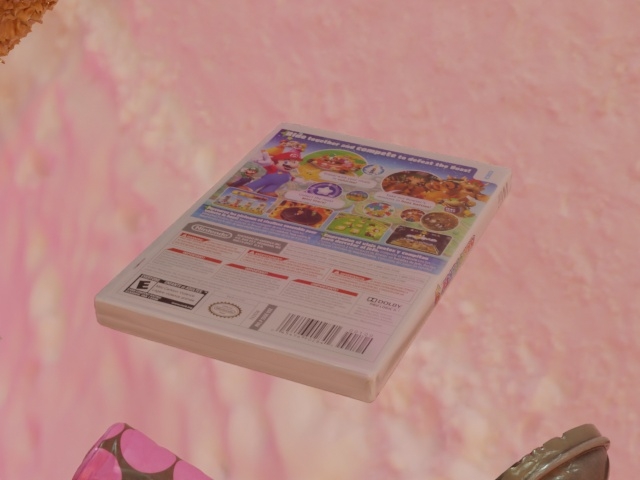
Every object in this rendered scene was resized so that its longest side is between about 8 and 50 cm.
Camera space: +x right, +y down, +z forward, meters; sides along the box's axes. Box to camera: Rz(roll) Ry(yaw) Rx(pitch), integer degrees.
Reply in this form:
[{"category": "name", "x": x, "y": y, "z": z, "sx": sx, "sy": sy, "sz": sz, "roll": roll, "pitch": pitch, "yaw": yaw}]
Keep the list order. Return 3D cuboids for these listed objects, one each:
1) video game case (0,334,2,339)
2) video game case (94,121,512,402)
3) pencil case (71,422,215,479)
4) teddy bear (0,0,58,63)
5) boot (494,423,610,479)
[{"category": "video game case", "x": -0.402, "y": 0.105, "z": 0.919, "sx": 0.061, "sy": 0.269, "sz": 0.244, "roll": 40, "pitch": 163, "yaw": 21}, {"category": "video game case", "x": 0.000, "y": 0.000, "z": 0.367, "sx": 0.087, "sy": 0.122, "sz": 0.011, "roll": 13, "pitch": 125, "yaw": 21}, {"category": "pencil case", "x": -0.117, "y": 0.246, "z": 1.027, "sx": 0.095, "sy": 0.209, "sz": 0.098, "roll": -55, "pitch": 0, "yaw": -22}, {"category": "teddy bear", "x": -0.187, "y": -0.097, "z": 0.532, "sx": 0.338, "sy": 0.113, "sz": 0.245, "roll": -27, "pitch": 20, "yaw": 31}, {"category": "boot", "x": 0.127, "y": 0.213, "z": 0.535, "sx": 0.190, "sy": 0.076, "sz": 0.208, "roll": -42, "pitch": 64, "yaw": -9}]
